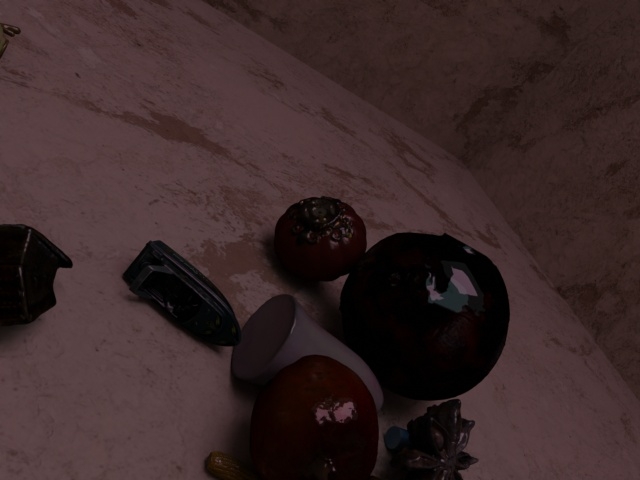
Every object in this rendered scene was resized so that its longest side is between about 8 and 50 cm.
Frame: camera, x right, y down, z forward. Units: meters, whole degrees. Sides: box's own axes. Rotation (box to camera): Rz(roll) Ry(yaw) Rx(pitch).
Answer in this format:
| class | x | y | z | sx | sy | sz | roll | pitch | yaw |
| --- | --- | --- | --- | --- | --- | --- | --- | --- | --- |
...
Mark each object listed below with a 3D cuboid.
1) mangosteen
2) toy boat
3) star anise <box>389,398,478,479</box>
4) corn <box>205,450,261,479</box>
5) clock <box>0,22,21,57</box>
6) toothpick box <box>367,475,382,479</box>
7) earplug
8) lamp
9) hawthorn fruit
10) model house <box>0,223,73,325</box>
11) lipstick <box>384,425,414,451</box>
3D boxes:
| class | x | y | z | sx | sy | sz | roll | pitch | yaw |
| --- | --- | --- | --- | --- | --- | --- | --- | --- | --- |
| mangosteen | 0.243 | 0.154 | 1.323 | 0.381 | 0.381 | 0.421 | 50 | 25 | 13 |
| toy boat | -0.236 | 0.103 | 1.025 | 0.246 | 0.093 | 0.103 | 42 | 18 | -5 |
| star anise | 0.219 | 0.424 | 1.136 | 0.236 | 0.109 | 0.223 | 52 | 55 | -36 |
| corn | -0.130 | 0.348 | 0.874 | 0.092 | 0.037 | 0.037 | 33 | 27 | -14 |
| clock | -0.719 | -0.409 | 1.097 | 0.235 | 0.096 | 0.308 | 39 | 26 | -6 |
| toothpick box | 0.120 | 0.500 | 0.831 | 0.294 | 0.192 | 0.192 | 50 | 26 | 16 |
| earplug | 0.001 | 0.251 | 1.094 | 0.301 | 0.172 | 0.172 | 39 | 25 | -26 |
| lamp | 0.000 | 0.000 | 1.403 | 0.227 | 0.227 | 0.226 | 34 | 27 | -20 |
| hawthorn fruit | -0.011 | 0.291 | 0.877 | 0.215 | 0.215 | 0.249 | 41 | 7 | -7 |
| model house | -0.451 | 0.058 | 0.801 | 0.166 | 0.106 | 0.152 | -1 | 52 | -7 |
| lipstick | 0.206 | 0.432 | 1.218 | 0.158 | 0.048 | 0.048 | 28 | 30 | -30 |
